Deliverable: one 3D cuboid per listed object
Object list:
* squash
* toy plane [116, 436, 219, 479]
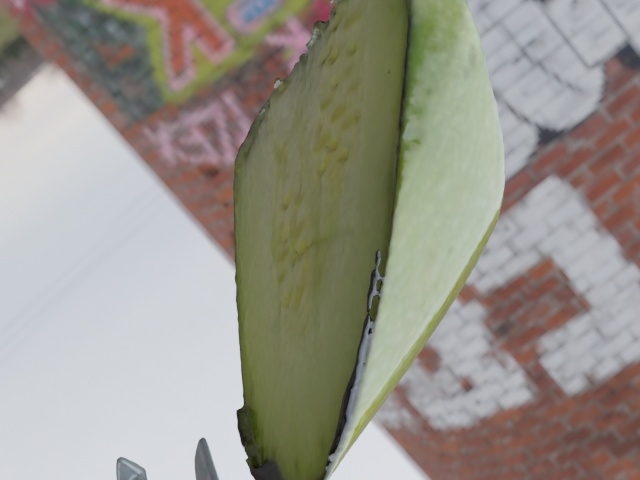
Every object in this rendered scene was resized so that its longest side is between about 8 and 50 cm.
[{"bbox_3d":[0.000,0.000,0.831,0.155,0.204,0.237,-29,166,-35],"label":"squash"},{"bbox_3d":[-0.058,0.218,0.698,0.251,0.101,0.255,-110,-150,-54],"label":"toy plane"}]
